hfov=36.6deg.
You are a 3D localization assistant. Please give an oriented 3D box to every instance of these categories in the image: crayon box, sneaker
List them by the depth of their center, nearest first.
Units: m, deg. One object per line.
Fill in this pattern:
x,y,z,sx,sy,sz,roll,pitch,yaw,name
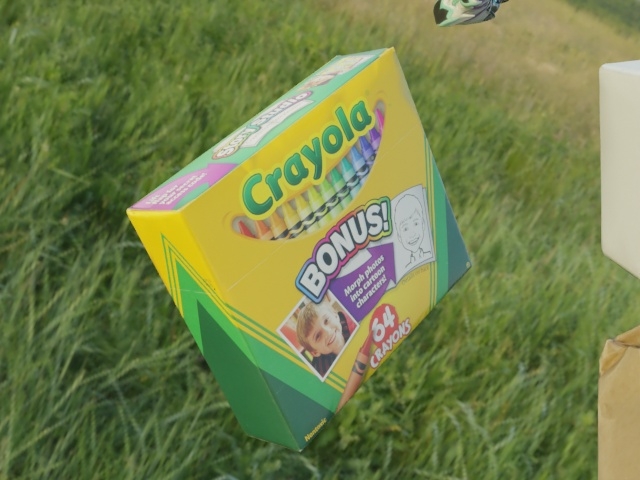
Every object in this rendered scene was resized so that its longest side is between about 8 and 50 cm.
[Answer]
0.164,-0.245,0.971,0.069,0.038,0.098,-5,-8,-24,sneaker
0.000,0.000,1.117,0.106,0.313,0.363,5,37,44,crayon box

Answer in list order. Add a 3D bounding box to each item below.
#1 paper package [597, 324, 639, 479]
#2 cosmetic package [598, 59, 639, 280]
0.275,0.212,0.393,0.325,0.168,0.309,38,40,-18,paper package
0.449,-0.059,0.658,0.453,0.161,0.230,-8,16,-5,cosmetic package
